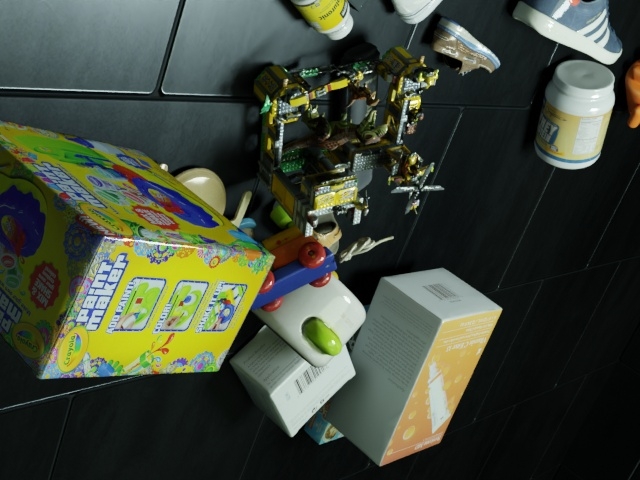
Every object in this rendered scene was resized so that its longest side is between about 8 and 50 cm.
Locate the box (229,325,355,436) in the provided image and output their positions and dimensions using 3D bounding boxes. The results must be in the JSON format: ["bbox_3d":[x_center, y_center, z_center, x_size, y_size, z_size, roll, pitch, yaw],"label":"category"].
[{"bbox_3d":[-0.049,0.238,1.767,0.181,0.119,0.182,-42,146,-17],"label":"box"}]

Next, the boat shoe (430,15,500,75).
[{"bbox_3d":[0.250,-0.332,1.671,0.183,0.066,0.066,23,107,-46],"label":"boat shoe"}]

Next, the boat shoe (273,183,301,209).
[{"bbox_3d":[-0.020,-0.073,1.581,0.142,0.049,0.040,-38,145,-26],"label":"boat shoe"}]

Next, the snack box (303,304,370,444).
[{"bbox_3d":[0.094,0.280,2.038,0.187,0.060,0.322,-6,125,-48],"label":"snack box"}]

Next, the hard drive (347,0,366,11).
[{"bbox_3d":[0.069,-0.418,1.394,0.135,0.022,0.094,-56,147,4],"label":"hard drive"}]

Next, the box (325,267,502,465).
[{"bbox_3d":[0.186,0.251,1.915,0.215,0.168,0.345,-6,124,-48],"label":"box"}]

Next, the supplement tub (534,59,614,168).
[{"bbox_3d":[0.543,-0.268,2.013,0.144,0.144,0.199,-30,140,-31],"label":"supplement tub"}]

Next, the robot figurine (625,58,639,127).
[{"bbox_3d":[0.800,-0.356,2.271,0.219,0.128,0.158,53,37,-56],"label":"robot figurine"}]

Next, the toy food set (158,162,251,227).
[{"bbox_3d":[-0.198,-0.048,1.400,0.192,0.038,0.132,18,99,-48],"label":"toy food set"}]

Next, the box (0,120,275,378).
[{"bbox_3d":[-0.267,0.011,1.126,0.279,0.290,0.177,7,114,-55],"label":"box"}]

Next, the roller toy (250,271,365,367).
[{"bbox_3d":[-0.026,0.105,1.609,0.146,0.209,0.191,-48,171,-7],"label":"roller toy"}]

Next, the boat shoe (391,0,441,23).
[{"bbox_3d":[0.196,-0.442,1.475,0.226,0.083,0.076,-53,148,0],"label":"boat shoe"}]

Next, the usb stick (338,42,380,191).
[{"bbox_3d":[0.061,-0.196,1.570,0.077,0.045,0.278,-30,140,-30],"label":"usb stick"}]

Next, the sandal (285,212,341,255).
[{"bbox_3d":[0.000,0.000,1.633,0.090,0.060,0.219,-38,157,-8],"label":"sandal"}]

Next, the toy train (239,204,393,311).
[{"bbox_3d":[-0.027,-0.004,1.490,0.248,0.143,0.105,-26,157,-4],"label":"toy train"}]

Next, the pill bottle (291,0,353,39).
[{"bbox_3d":[0.003,-0.337,1.348,0.065,0.065,0.116,-53,148,-1],"label":"pill bottle"}]

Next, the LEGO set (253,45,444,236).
[{"bbox_3d":[0.060,-0.145,1.427,0.331,0.192,0.255,-8,131,-31],"label":"LEGO set"}]

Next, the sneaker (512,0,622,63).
[{"bbox_3d":[0.516,-0.446,1.826,0.350,0.131,0.148,1,123,-52],"label":"sneaker"}]
